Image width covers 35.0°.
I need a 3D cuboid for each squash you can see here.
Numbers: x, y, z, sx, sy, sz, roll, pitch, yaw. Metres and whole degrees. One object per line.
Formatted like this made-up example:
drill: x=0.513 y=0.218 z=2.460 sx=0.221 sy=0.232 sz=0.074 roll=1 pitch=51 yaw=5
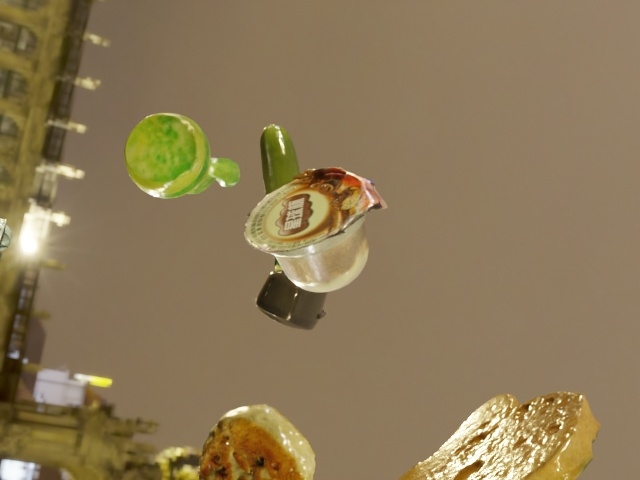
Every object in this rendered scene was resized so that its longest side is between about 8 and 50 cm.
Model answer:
squash: x=-0.061 y=-0.076 z=1.716 sx=0.066 sy=0.066 sz=0.252 roll=158 pitch=-72 yaw=-63

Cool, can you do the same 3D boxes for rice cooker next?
rice cooker: x=-0.058 y=0.127 z=2.197 sx=0.118 sy=0.142 sz=0.203 roll=-68 pitch=166 yaw=4

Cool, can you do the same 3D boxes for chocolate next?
chocolate: x=0.008 y=-0.002 z=1.529 sx=0.221 sy=0.147 sz=0.221 roll=-20 pitch=-146 yaw=15

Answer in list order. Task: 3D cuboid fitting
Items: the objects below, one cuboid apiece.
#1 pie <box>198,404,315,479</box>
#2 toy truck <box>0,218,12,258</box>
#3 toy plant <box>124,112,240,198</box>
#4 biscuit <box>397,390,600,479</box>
pie: x=-0.153 y=0.532 z=2.310 sx=0.315 sy=0.092 sz=0.315 roll=-4 pitch=-98 yaw=28
toy truck: x=-0.560 y=0.056 z=1.409 sx=0.338 sy=0.184 sz=0.133 roll=-47 pitch=-152 yaw=37
toy plant: x=-0.316 y=-0.164 z=2.291 sx=0.316 sy=0.224 sz=0.184 roll=43 pitch=42 yaw=-75
biscuit: x=0.210 y=0.300 z=1.307 sx=0.344 sy=0.057 sz=0.287 roll=-36 pitch=-172 yaw=24
